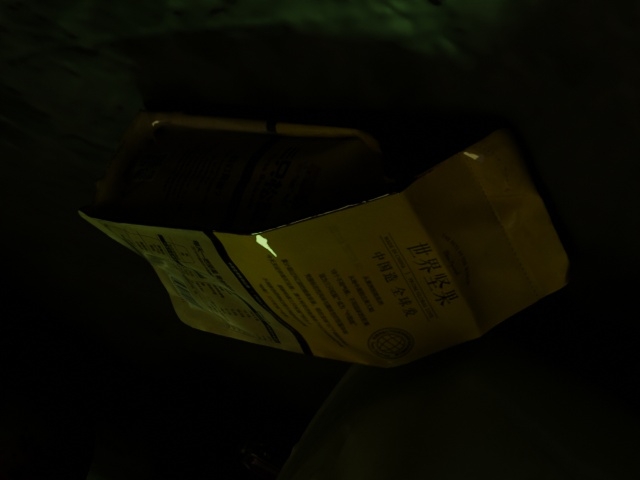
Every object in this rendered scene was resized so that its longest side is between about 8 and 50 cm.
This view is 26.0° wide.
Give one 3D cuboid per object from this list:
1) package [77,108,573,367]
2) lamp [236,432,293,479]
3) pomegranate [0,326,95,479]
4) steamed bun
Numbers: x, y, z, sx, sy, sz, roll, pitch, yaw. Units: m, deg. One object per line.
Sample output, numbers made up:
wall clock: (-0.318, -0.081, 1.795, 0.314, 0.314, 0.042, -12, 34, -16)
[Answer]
package: (0.000, 0.000, 0.407, 0.131, 0.047, 0.071, 8, 146, 32)
lamp: (0.004, 0.111, 0.625, 0.063, 0.031, 0.083, 8, 152, 32)
pomegranate: (-0.167, 0.100, 0.639, 0.130, 0.130, 0.130, 19, 153, 10)
steamed bun: (0.050, 0.167, 0.440, 0.200, 0.250, 0.155, 31, 150, -15)
